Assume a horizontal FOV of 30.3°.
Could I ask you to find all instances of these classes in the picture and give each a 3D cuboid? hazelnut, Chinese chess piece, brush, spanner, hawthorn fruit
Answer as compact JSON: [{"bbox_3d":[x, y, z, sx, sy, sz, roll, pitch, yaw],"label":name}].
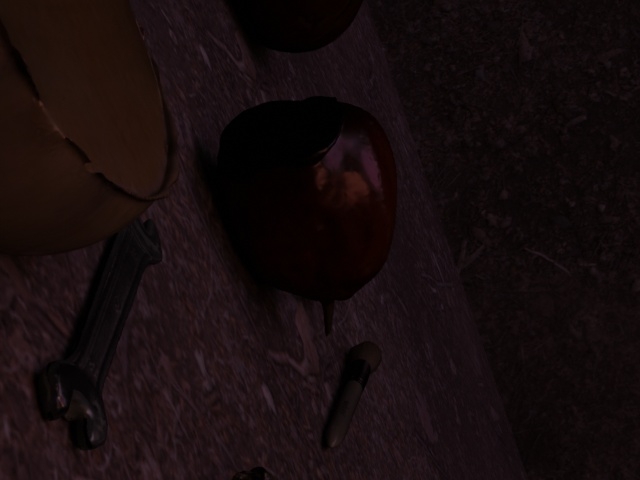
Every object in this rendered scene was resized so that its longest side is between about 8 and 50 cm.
[{"bbox_3d":[-0.028,-0.382,1.629,0.229,0.229,0.230,-22,90,-78],"label":"hazelnut"},{"bbox_3d":[-0.186,-0.117,0.724,0.257,0.104,0.257,-22,90,-78],"label":"Chinese chess piece"},{"bbox_3d":[0.034,0.178,1.361,0.299,0.042,0.039,-56,124,-71],"label":"brush"},{"bbox_3d":[-0.147,0.045,0.829,0.302,0.017,0.071,-89,155,-63],"label":"spanner"},{"bbox_3d":[-0.004,-0.023,1.205,0.189,0.189,0.251,-51,127,-76],"label":"hawthorn fruit"}]

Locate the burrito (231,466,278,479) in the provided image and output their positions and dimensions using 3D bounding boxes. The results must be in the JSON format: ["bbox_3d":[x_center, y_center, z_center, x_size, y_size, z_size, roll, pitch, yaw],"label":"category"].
[{"bbox_3d":[-0.027,0.229,0.946,0.229,0.058,0.063,44,31,-58],"label":"burrito"}]
